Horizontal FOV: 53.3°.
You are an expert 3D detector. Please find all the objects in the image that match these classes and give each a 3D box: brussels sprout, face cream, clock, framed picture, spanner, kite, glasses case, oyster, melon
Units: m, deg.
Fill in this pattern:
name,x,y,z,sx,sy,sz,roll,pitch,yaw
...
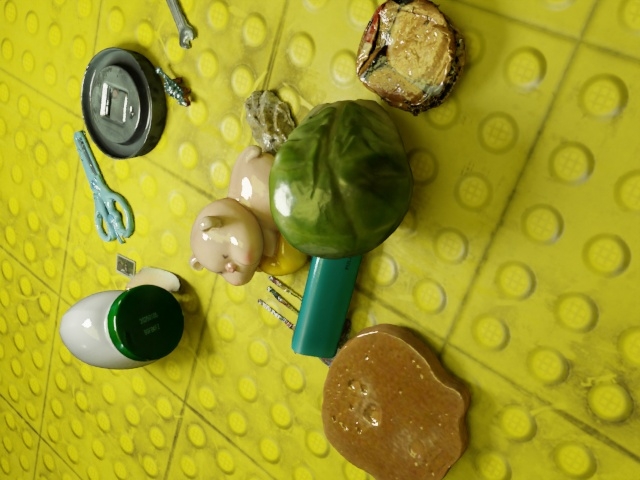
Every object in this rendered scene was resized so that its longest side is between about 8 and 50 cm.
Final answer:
name,x,y,z,sx,sy,sz,roll,pitch,yaw
brussels sprout,0.047,-0.131,1.317,0.290,0.281,0.354,1,70,4
face cream,-0.574,0.259,1.843,0.357,0.313,0.219,-17,61,45
clock,-0.572,-0.392,1.844,0.319,0.066,0.318,9,105,35
framed picture,-0.616,0.084,2.019,0.089,0.007,0.066,21,111,31
spanner,-0.399,-0.650,1.692,0.071,0.017,0.301,-28,82,37
kite,-0.049,0.198,1.628,0.285,0.015,0.152,34,118,26
glasses case,0.018,0.131,1.496,0.117,0.070,0.300,12,107,-3
oyster,-0.130,-0.275,1.549,0.133,0.072,0.209,-26,83,34
melon,-0.475,0.125,1.881,0.182,0.098,0.054,2,113,19

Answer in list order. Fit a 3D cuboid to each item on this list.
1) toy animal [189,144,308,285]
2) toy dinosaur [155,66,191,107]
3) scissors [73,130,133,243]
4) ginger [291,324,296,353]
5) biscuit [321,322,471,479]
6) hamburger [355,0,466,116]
name,x,y,z,sx,sy,sz,roll,pitch,yaw
toy animal,-0.173,-0.020,1.508,0.277,0.247,0.345,47,133,14
toy dinosaur,-0.396,-0.413,1.720,0.154,0.055,0.049,49,127,14
scissors,-0.696,-0.169,2.004,0.180,0.032,0.392,-26,84,36
ginger,-0.040,0.225,1.597,0.057,0.044,0.137,36,125,-1
biscuit,0.167,0.393,1.485,0.365,0.062,0.385,38,120,22
hamburger,0.183,-0.371,1.279,0.231,0.107,0.230,6,102,31
